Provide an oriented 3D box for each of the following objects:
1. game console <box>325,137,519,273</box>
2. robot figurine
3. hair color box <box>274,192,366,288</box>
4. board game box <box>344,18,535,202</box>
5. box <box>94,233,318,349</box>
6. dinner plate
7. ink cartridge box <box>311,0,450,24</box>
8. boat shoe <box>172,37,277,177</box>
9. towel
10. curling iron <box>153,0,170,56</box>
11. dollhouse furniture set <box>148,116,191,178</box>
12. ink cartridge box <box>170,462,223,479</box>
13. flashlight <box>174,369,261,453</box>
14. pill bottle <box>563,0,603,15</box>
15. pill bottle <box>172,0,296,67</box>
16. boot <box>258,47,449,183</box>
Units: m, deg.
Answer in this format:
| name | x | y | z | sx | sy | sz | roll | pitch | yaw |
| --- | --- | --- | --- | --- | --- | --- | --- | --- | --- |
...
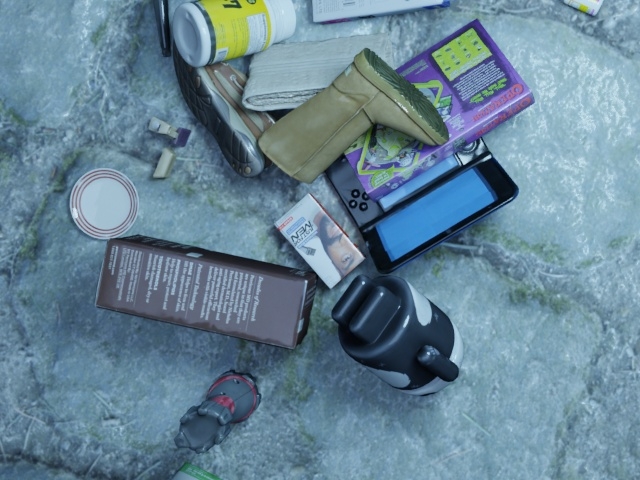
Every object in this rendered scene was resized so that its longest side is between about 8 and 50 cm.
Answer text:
| name | x | y | z | sx | sy | sz | roll | pitch | yaw |
| --- | --- | --- | --- | --- | --- | --- | --- | --- | --- |
| game console | 0.177 | -0.117 | 1.850 | 0.293 | 0.173 | 0.250 | -31 | 89 | 6 |
| robot figurine | 0.142 | 0.175 | 1.825 | 0.173 | 0.278 | 0.209 | -28 | 44 | 26 |
| hair color box | 0.000 | 0.000 | 1.932 | 0.093 | 0.053 | 0.167 | -42 | 89 | 5 |
| board game box | 0.196 | -0.243 | 1.859 | 0.346 | 0.056 | 0.208 | -31 | 54 | 7 |
| box | -0.208 | 0.092 | 1.888 | 0.381 | 0.191 | 0.143 | 13 | 94 | 5 |
| dinner plate | -0.428 | -0.073 | 1.991 | 0.141 | 0.017 | 0.141 | 0 | 92 | 6 |
| ink cartridge box | 0.128 | -0.512 | 1.851 | 0.311 | 0.065 | 0.186 | -3 | 93 | 26 |
| boat shoe | -0.174 | -0.270 | 1.920 | 0.116 | 0.123 | 0.324 | -27 | 79 | -27 |
| towel | 0.001 | -0.315 | 1.866 | 0.282 | 0.187 | 0.049 | -4 | 129 | 7 |
| curling iron | -0.301 | -0.496 | 1.951 | 0.068 | 0.035 | 0.274 | 3 | 92 | 6 |
| dollhouse furniture set | -0.326 | -0.183 | 1.951 | 0.081 | 0.091 | 0.114 | 26 | 98 | 20 |
| ink cartridge box | -0.278 | 0.562 | 1.864 | 0.121 | 0.289 | 0.211 | 28 | 94 | 4 |
| flashlight | -0.179 | 0.310 | 1.837 | 0.103 | 0.304 | 0.103 | 15 | 93 | 4 |
| pill bottle | 0.484 | -0.455 | 1.869 | 0.083 | 0.043 | 0.043 | 25 | 95 | 4 |
| pill bottle | -0.157 | -0.400 | 1.858 | 0.208 | 0.119 | 0.119 | -21 | 90 | -31 |
| boot | 0.061 | -0.189 | 1.796 | 0.236 | 0.089 | 0.269 | 42 | 122 | -14 |
